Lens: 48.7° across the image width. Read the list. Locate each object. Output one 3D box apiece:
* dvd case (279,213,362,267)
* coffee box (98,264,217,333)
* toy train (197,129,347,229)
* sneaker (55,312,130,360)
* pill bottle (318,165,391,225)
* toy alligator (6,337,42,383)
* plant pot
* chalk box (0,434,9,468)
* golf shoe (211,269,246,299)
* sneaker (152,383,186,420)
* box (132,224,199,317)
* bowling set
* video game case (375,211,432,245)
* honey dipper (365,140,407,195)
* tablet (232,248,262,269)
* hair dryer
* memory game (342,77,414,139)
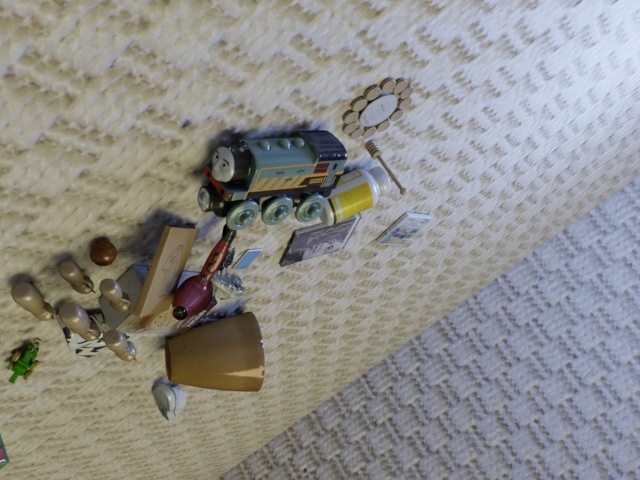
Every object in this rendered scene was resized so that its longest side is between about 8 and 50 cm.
[{"bbox_3d":[0.000,0.000,1.993,0.221,0.018,0.164,-17,152,-31],"label":"dvd case"},{"bbox_3d":[-0.388,0.148,1.714,0.141,0.098,0.246,-42,154,21],"label":"coffee box"},{"bbox_3d":[-0.096,-0.135,1.481,0.334,0.142,0.190,-8,136,-39],"label":"toy train"},{"bbox_3d":[-0.523,0.201,1.667,0.153,0.094,0.235,-25,156,-17],"label":"sneaker"},{"bbox_3d":[0.077,-0.116,1.749,0.184,0.103,0.103,-24,156,-15],"label":"pill bottle"},{"bbox_3d":[-0.687,0.272,1.668,0.189,0.056,0.051,-48,-167,31],"label":"toy alligator"},{"bbox_3d":[-0.317,0.335,2.060,0.254,0.237,0.237,-3,147,-20],"label":"plant pot"},{"bbox_3d":[-0.898,0.511,1.719,0.289,0.180,0.179,-40,155,22],"label":"chalk box"},{"bbox_3d":[-0.263,0.126,1.871,0.086,0.069,0.176,-28,156,7],"label":"golf shoe"},{"bbox_3d":[-0.496,0.519,2.357,0.091,0.094,0.258,-41,167,-27],"label":"sneaker"},{"bbox_3d":[-0.331,0.063,1.527,0.164,0.021,0.201,-1,113,-81],"label":"box"},{"bbox_3d":[-0.463,0.116,1.474,0.200,0.287,0.154,-58,169,-21],"label":"bowling set"},{"bbox_3d":[0.266,-0.035,2.244,0.143,0.019,0.157,-44,155,27],"label":"video game case"},{"bbox_3d":[0.156,-0.168,1.668,0.030,0.160,0.030,-25,155,-12],"label":"honey dipper"},{"bbox_3d":[-0.194,0.050,1.872,0.054,0.006,0.083,-3,145,-48],"label":"tablet"},{"bbox_3d":[-0.265,0.065,1.605,0.223,0.080,0.293,111,2,-54],"label":"hair dryer"},{"bbox_3d":[0.128,-0.292,1.578,0.186,0.012,0.186,-26,157,-12],"label":"memory game"}]
